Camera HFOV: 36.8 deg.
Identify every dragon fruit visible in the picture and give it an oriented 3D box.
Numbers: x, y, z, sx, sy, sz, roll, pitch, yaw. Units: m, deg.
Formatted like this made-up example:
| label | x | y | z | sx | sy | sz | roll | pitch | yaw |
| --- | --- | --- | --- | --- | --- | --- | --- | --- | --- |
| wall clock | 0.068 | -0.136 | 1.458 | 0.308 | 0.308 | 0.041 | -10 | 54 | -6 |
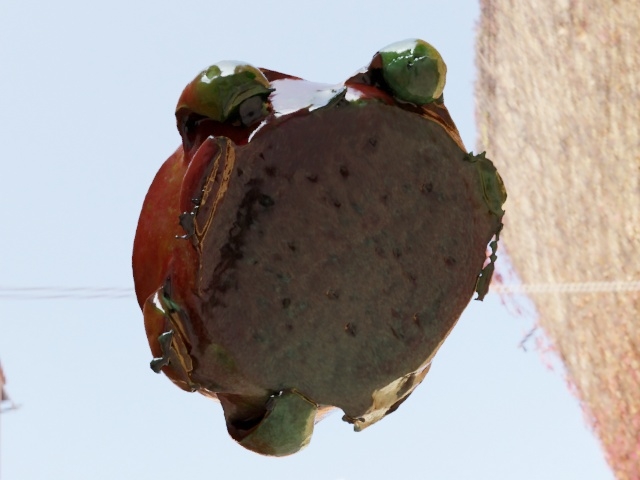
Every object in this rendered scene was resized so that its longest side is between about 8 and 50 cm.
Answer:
| label | x | y | z | sx | sy | sz | roll | pitch | yaw |
| --- | --- | --- | --- | --- | --- | --- | --- | --- | --- |
| dragon fruit | 0.000 | 0.000 | 0.666 | 0.268 | 0.130 | 0.295 | 31 | -95 | -17 |
